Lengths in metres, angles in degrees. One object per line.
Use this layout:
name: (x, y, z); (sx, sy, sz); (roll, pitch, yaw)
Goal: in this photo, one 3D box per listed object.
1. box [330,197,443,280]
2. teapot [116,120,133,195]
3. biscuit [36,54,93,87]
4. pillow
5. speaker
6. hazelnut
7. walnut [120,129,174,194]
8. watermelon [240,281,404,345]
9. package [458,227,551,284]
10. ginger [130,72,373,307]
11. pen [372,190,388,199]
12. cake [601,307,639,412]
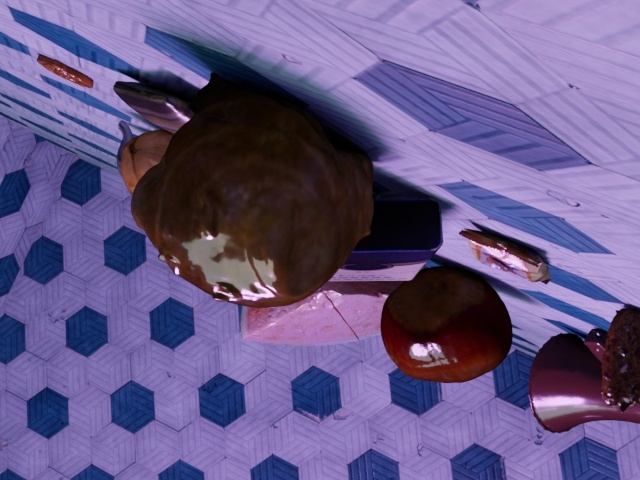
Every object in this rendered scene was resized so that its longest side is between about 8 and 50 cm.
box: (0.056, 0.003, 1.381); (0.168, 0.071, 0.259); (0, 171, -2)
teapot: (-0.267, -0.111, 2.023); (0.294, 0.129, 0.193); (23, 177, 0)
biscuit: (-0.389, -0.255, 1.631); (0.091, 0.015, 0.078); (24, 176, 7)
pillow: (-0.148, -0.143, 1.386); (0.212, 0.052, 0.208); (30, 177, -30)
speaker: (0.541, 0.238, 1.956); (0.329, 0.198, 0.259); (-9, 109, 56)
hazelnut: (0.227, 0.155, 1.884); (0.229, 0.229, 0.229); (25, 176, 2)
walnut: (-0.256, -0.114, 1.850); (0.144, 0.144, 0.180); (21, 166, 42)
watermelon: (0.021, 0.076, 2.203); (0.292, 0.222, 0.319); (4, 153, -29)
package: (0.235, 0.020, 1.353); (0.108, 0.031, 0.121); (23, 175, 22)
ginger: (-0.055, -0.033, 1.127); (0.200, 0.223, 0.269); (19, 172, 26)
pen: (0.071, -0.054, 1.437); (0.204, 0.025, 0.025); (26, 176, -31)
cake: (0.492, 0.147, 1.413); (0.246, 0.135, 0.112); (-8, 175, 18)
